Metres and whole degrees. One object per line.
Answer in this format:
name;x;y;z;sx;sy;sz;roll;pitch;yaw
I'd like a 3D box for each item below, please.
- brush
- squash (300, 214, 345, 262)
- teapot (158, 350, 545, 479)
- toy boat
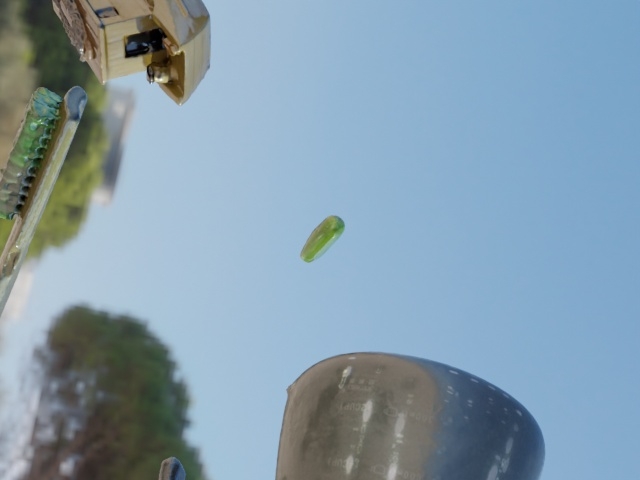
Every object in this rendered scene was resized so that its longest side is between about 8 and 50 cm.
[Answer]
brush;-0.260;-0.008;1.384;0.054;0.048;0.282;-74;-171;-59
squash;0.000;0.001;1.649;0.089;0.027;0.027;129;-30;-54
teapot;0.015;0.246;1.358;0.223;0.305;0.285;120;-13;-62
toy boat;-0.130;-0.155;1.040;0.200;0.077;0.057;-124;-155;-43
